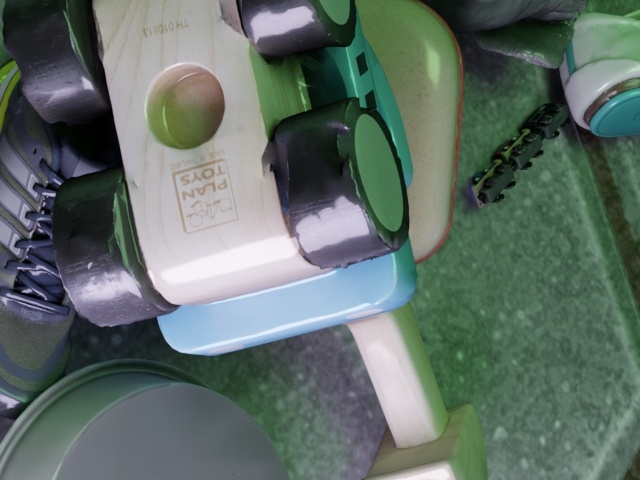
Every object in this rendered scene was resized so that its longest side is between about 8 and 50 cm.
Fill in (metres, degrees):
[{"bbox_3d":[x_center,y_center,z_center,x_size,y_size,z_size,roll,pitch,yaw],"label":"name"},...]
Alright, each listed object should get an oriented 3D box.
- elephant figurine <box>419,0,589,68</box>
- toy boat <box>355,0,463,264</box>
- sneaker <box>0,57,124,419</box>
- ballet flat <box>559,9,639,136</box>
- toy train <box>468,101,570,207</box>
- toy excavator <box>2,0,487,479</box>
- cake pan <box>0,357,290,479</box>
[{"bbox_3d":[0.192,-0.242,1.758,0.239,0.169,0.186,12,63,-28],"label":"elephant figurine"},{"bbox_3d":[0.043,-0.094,1.631,0.151,0.151,0.231,5,98,5],"label":"toy boat"},{"bbox_3d":[-0.206,-0.017,1.425,0.111,0.121,0.300,16,66,-31],"label":"sneaker"},{"bbox_3d":[0.394,-0.173,1.923,0.400,0.139,0.139,0,75,-35],"label":"ballet flat"},{"bbox_3d":[0.179,-0.080,1.781,0.158,0.036,0.027,-46,127,-38],"label":"toy train"},{"bbox_3d":[0.000,0.000,1.437,0.445,0.222,0.433,11,65,-69],"label":"toy excavator"},{"bbox_3d":[-0.120,0.231,1.406,0.293,0.054,0.293,6,81,-44],"label":"cake pan"}]
